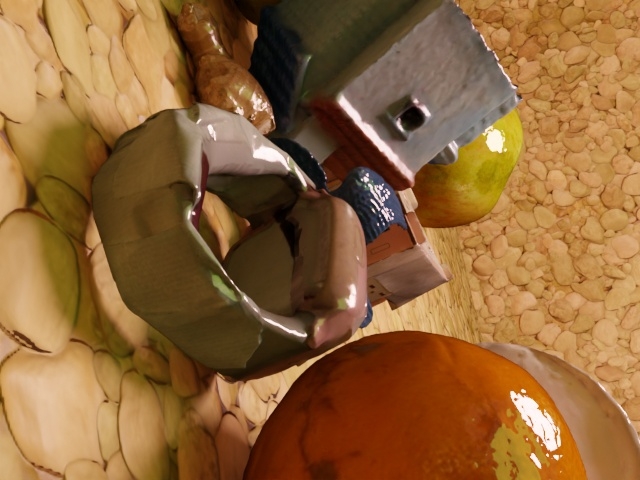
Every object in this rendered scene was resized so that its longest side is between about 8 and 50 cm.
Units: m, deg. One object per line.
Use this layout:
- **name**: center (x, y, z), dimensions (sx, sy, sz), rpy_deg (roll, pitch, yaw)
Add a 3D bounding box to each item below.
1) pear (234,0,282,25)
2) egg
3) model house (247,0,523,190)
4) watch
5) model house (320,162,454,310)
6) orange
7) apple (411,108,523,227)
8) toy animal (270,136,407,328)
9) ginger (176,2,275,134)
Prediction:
- **pear**: center (-0.074, -0.357, 1.090), dimensions (0.141, 0.103, 0.141), rpy_deg (8, 90, -74)
- **egg**: center (0.237, 0.351, 1.073), dimensions (0.340, 0.354, 0.355), rpy_deg (78, 4, -61)
- **model house**: center (0.039, -0.187, 1.021), dimensions (0.295, 0.329, 0.252), rpy_deg (38, 8, -43)
- **watch**: center (-0.084, -0.007, 0.683), dimensions (0.241, 0.161, 0.253), rpy_deg (50, 23, -29)
- **model house**: center (0.074, -0.036, 1.220), dimensions (0.326, 0.169, 0.245), rpy_deg (36, 34, -69)
- **orange**: center (0.080, 0.230, 0.682), dimensions (0.312, 0.311, 0.312), rpy_deg (-16, 90, -75)
- **apple**: center (0.229, -0.194, 1.536), dimensions (0.339, 0.339, 0.340), rpy_deg (-16, 90, -75)
- **toy animal**: center (0.000, 0.000, 0.900), dimensions (0.255, 0.239, 0.176), rpy_deg (52, -18, -10)
- **ginger**: center (-0.113, -0.181, 0.863), dimensions (0.165, 0.067, 0.096), rpy_deg (56, 20, -16)
